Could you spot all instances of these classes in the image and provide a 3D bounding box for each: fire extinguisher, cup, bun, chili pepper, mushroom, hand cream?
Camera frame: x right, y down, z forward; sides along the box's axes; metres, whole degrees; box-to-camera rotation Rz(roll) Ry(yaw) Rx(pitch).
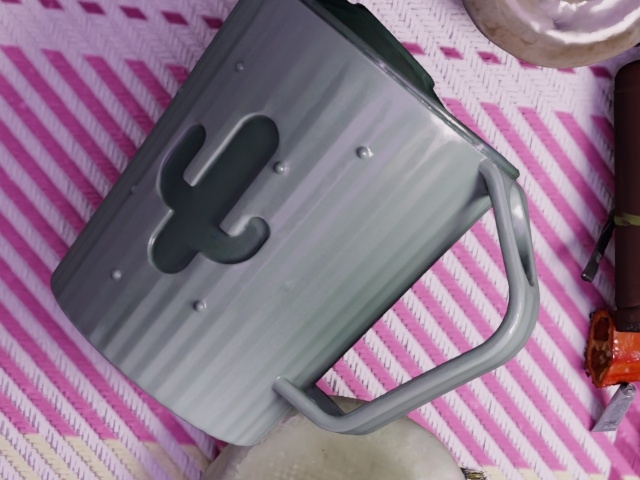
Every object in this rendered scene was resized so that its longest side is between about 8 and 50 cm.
[{"bbox_3d":[0.341,-0.074,1.769,0.141,0.105,0.341,-1,88,4],"label":"fire extinguisher"},{"bbox_3d":[-0.017,-0.012,1.578,0.310,0.401,0.392,34,98,-40],"label":"cup"},{"bbox_3d":[0.024,0.294,1.747,0.293,0.187,0.293,1,93,11],"label":"bun"},{"bbox_3d":[0.378,0.123,1.845,0.169,0.065,0.088,6,100,-16],"label":"chili pepper"},{"bbox_3d":[0.254,-0.285,1.656,0.243,0.243,0.243,-2,101,-11],"label":"mushroom"},{"bbox_3d":[0.322,0.185,1.840,0.030,0.019,0.093,-2,140,-15],"label":"hand cream"}]

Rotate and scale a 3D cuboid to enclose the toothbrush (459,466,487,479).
[{"bbox_3d":[0.119,0.448,1.866,0.042,0.035,0.413,10,99,-16],"label":"toothbrush"}]
